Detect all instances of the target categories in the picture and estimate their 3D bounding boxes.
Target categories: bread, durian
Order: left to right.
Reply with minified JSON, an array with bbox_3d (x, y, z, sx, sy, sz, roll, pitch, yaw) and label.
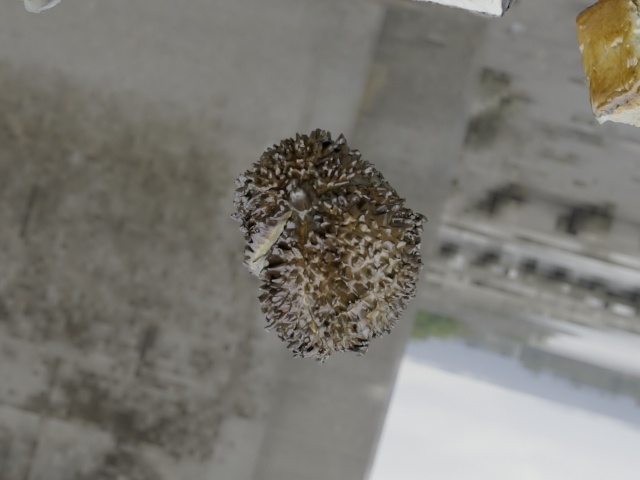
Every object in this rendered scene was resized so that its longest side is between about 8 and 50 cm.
[{"bbox_3d":[0.000,0.000,1.660,0.196,0.167,0.196,49,172,9],"label":"durian"},{"bbox_3d":[0.213,-0.120,1.284,0.076,0.083,0.070,2,161,-33],"label":"bread"}]

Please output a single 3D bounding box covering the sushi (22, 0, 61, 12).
[{"bbox_3d":[-0.111,-0.246,0.953,0.218,0.238,0.225,-22,-170,-7],"label":"sushi"}]

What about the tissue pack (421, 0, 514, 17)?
[{"bbox_3d":[0.164,-0.419,1.984,0.198,0.370,0.210,18,146,21],"label":"tissue pack"}]
